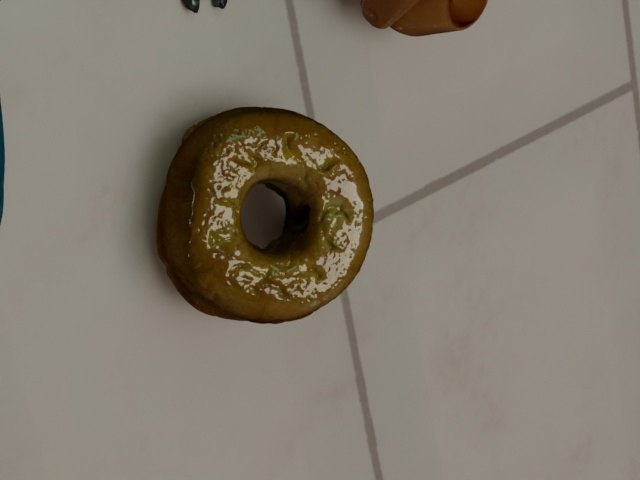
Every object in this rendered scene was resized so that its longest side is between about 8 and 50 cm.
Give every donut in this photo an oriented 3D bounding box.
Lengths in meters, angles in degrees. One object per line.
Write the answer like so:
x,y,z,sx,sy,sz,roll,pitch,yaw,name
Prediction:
-0.055,-0.025,1.958,0.226,0.114,0.227,0,91,-13,donut

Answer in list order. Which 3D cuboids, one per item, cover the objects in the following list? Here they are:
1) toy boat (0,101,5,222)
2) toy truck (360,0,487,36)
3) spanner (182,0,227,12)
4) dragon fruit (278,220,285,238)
-0.332,-0.108,1.754,0.134,0.092,0.299,-18,112,-40,toy boat
0.082,-0.340,2.010,0.189,0.239,0.265,-40,84,-27,toy truck
-0.134,-0.342,1.910,0.054,0.015,0.254,-28,119,-32,spanner
0.001,0.001,2.080,0.116,0.081,0.086,-16,110,-68,dragon fruit
